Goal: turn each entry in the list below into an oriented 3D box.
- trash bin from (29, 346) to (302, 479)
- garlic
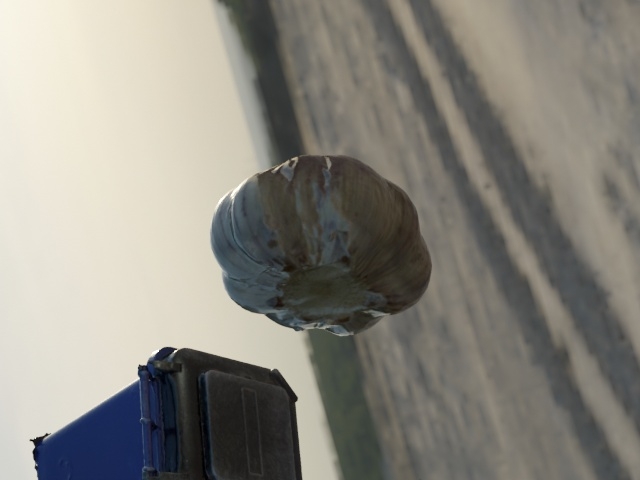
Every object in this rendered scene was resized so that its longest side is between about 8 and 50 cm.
[{"bbox_3d":[-0.148,0.202,1.650,0.184,0.234,0.162,19,-123,-42],"label":"trash bin"},{"bbox_3d":[0.000,0.000,1.307,0.147,0.159,0.102,-53,29,39],"label":"garlic"}]
